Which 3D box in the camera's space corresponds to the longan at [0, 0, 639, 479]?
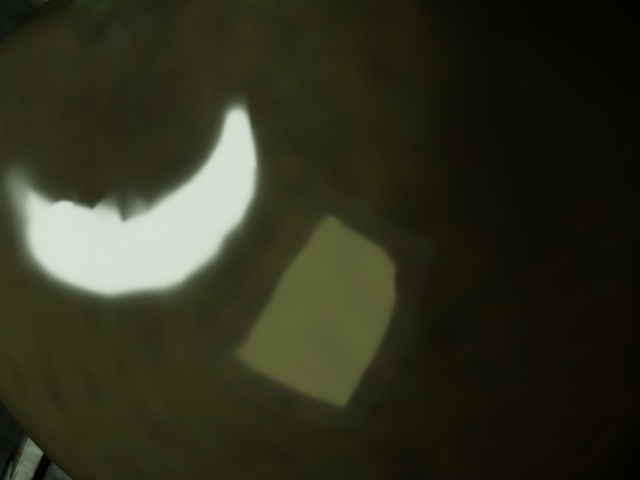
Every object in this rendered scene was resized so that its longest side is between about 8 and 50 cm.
[{"bbox_3d":[0.000,0.000,0.590,0.246,0.215,0.246,2,119,3],"label":"longan"}]
